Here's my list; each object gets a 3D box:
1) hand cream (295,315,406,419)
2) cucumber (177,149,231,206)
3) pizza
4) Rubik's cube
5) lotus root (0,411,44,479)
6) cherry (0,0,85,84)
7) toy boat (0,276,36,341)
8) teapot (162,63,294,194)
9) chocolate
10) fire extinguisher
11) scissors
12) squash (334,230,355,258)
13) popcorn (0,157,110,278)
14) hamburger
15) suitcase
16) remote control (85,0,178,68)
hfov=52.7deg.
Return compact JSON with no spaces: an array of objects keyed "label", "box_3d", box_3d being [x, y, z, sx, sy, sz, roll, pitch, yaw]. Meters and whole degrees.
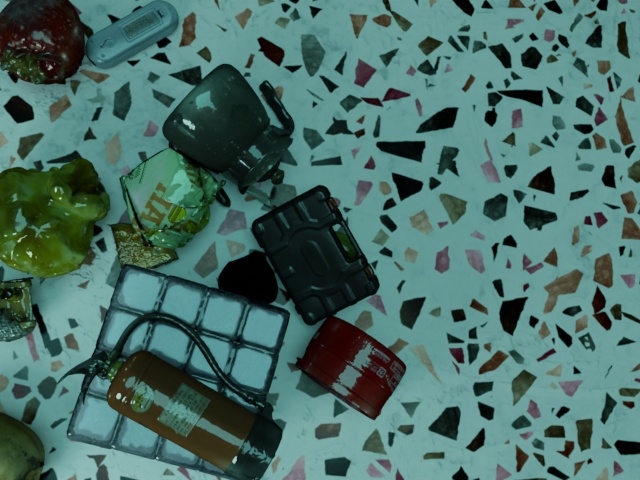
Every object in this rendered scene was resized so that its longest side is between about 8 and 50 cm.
[{"label":"hand cream","box_3d":[0.070,0.284,1.456,0.230,0.230,0.149,38,79,-3]},{"label":"cucumber","box_3d":[-0.278,-0.152,1.555,0.184,0.033,0.036,46,53,-1]},{"label":"pizza","box_3d":[-0.420,0.030,1.501,0.178,0.041,0.130,15,74,-9]},{"label":"Rubik's cube","box_3d":[-0.278,0.262,1.344,0.345,0.337,0.343,18,80,-8]},{"label":"lotus root","box_3d":[-0.724,0.425,1.326,0.310,0.183,0.182,27,79,-4]},{"label":"cherry","box_3d":[-0.630,-0.474,1.468,0.192,0.175,0.249,-5,74,19]},{"label":"toy boat","box_3d":[-0.831,0.170,1.353,0.446,0.162,0.135,-7,86,-10]},{"label":"teapot","box_3d":[-0.187,-0.245,1.514,0.223,0.305,0.285,-42,102,17]},{"label":"chocolate","box_3d":[-0.179,0.091,1.510,0.149,0.080,0.125,14,65,-24]},{"label":"fire extinguisher","box_3d":[-0.243,0.267,1.141,0.376,0.113,0.200,30,36,-6]},{"label":"scissors","box_3d":[-0.227,-0.164,1.559,0.300,0.022,0.109,36,51,-8]},{"label":"squash","box_3d":[0.000,0.000,1.566,0.201,0.066,0.066,18,80,0]},{"label":"popcorn","box_3d":[-0.585,-0.051,1.392,0.277,0.225,0.276,1,86,-9]},{"label":"hamburger","box_3d":[-0.325,-0.095,1.470,0.235,0.125,0.214,-27,78,-3]},{"label":"suitcase","box_3d":[-0.011,0.035,1.507,0.206,0.066,0.285,-28,97,10]},{"label":"remote control","box_3d":[-0.456,-0.502,1.567,0.244,0.047,0.087,-35,92,-11]}]
